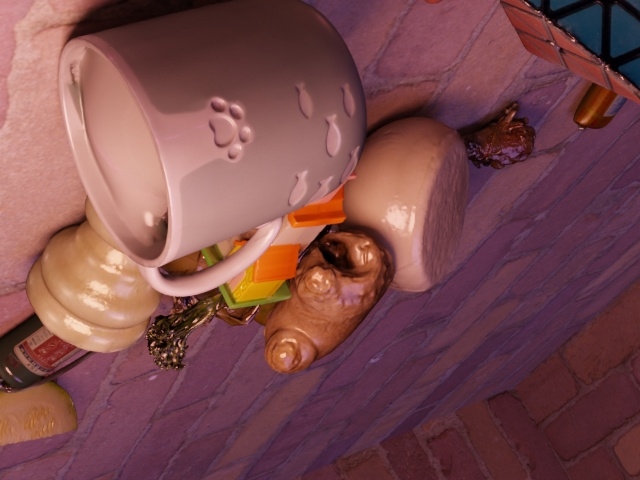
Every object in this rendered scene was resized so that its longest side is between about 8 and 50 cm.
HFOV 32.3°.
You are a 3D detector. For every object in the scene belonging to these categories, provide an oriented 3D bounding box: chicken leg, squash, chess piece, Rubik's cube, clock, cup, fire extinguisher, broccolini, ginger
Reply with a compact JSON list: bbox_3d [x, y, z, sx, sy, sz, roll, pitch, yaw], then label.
[{"bbox_3d":[0.288,-0.171,1.949,0.196,0.080,0.125,-18,147,-11],"label":"chicken leg"},{"bbox_3d":[-0.504,0.283,1.812,0.289,0.111,0.203,4,179,-33],"label":"squash"},{"bbox_3d":[-0.252,-0.018,1.466,0.182,0.182,0.330,-8,144,-45],"label":"chess piece"},{"bbox_3d":[0.379,-0.332,1.586,0.228,0.233,0.228,1,125,21],"label":"Rubik's cube"},{"bbox_3d":[-0.070,-0.072,1.483,0.106,0.219,0.255,-8,149,-41],"label":"clock"},{"bbox_3d":[-0.111,-0.094,1.260,0.275,0.259,0.356,-22,134,-27],"label":"cup"},{"bbox_3d":[-0.432,0.162,1.716,0.294,0.093,0.118,-34,124,11],"label":"fire extinguisher"},{"bbox_3d":[-0.147,0.117,1.630,0.271,0.062,0.123,-24,158,-39],"label":"broccolini"},{"bbox_3d":[-0.001,0.097,1.645,0.221,0.130,0.275,-45,168,-18],"label":"ginger"}]

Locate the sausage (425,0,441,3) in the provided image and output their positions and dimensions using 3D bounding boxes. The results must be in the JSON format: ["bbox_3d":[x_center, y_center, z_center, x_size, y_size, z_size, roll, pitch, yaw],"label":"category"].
[{"bbox_3d":[0.148,-0.336,1.425,0.034,0.034,0.083,-27,160,-7],"label":"sausage"}]

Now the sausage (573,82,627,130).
[{"bbox_3d":[0.542,-0.298,1.977,0.082,0.082,0.371,-22,159,-20],"label":"sausage"}]

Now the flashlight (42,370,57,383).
[{"bbox_3d":[-0.476,0.232,1.912,0.031,0.052,0.110,12,145,0],"label":"flashlight"}]

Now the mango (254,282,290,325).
[{"bbox_3d":[-0.042,0.077,2.048,0.237,0.091,0.137,-39,163,23],"label":"mango"}]

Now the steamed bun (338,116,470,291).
[{"bbox_3d":[0.123,-0.062,1.758,0.283,0.177,0.282,12,90,-68],"label":"steamed bun"}]

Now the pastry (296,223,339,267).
[{"bbox_3d":[0.000,0.000,1.869,0.166,0.088,0.165,-8,131,-9],"label":"pastry"}]

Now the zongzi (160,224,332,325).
[{"bbox_3d":[-0.143,-0.036,1.682,0.260,0.123,0.289,-47,129,-5],"label":"zongzi"}]

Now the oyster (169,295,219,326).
[{"bbox_3d":[-0.160,0.080,1.920,0.214,0.083,0.223,-33,166,14],"label":"oyster"}]
